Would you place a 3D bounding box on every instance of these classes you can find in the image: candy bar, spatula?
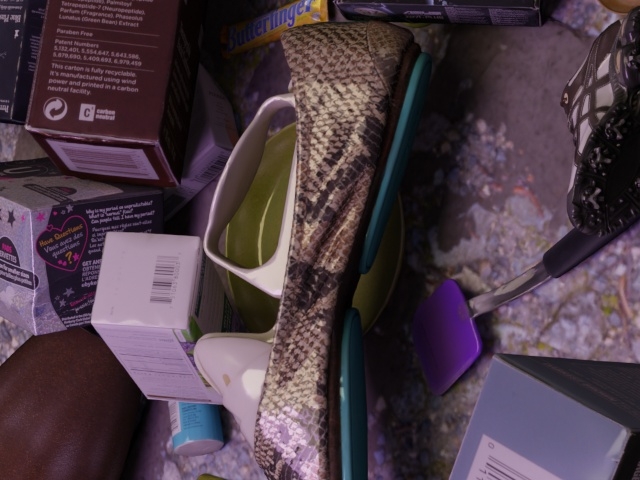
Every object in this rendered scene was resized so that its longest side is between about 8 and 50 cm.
[{"bbox_3d":[-0.047,-0.225,1.579,0.161,0.018,0.040,-12,76,42],"label":"candy bar"},{"bbox_3d":[0.177,0.034,1.318,0.296,0.030,0.084,-39,59,34],"label":"spatula"}]

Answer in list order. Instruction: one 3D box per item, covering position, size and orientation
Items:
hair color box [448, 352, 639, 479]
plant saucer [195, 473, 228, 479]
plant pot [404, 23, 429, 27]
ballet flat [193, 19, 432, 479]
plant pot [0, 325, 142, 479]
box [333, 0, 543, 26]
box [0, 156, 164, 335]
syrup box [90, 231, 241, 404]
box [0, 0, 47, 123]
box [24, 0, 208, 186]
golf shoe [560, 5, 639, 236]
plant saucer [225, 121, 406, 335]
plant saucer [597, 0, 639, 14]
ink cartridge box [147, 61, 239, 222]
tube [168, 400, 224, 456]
[{"bbox_3d":[0.237,0.188,1.000,0.113,0.374,0.185,28,104,43],"label":"hair color box"},{"bbox_3d":[-0.088,0.345,1.526,0.188,0.045,0.188,7,89,44],"label":"plant saucer"},{"bbox_3d":[0.071,-0.248,1.424,0.083,0.079,0.083,-6,82,44],"label":"plant pot"},{"bbox_3d":[-0.018,0.039,1.353,0.182,0.164,0.482,7,88,8],"label":"ballet flat"},{"bbox_3d":[-0.291,0.200,1.651,0.215,0.215,0.230,31,92,42],"label":"plant pot"},{"bbox_3d":[0.108,-0.269,1.332,0.180,0.077,0.147,4,87,10],"label":"box"},{"bbox_3d":[-0.299,-0.003,1.654,0.247,0.163,0.142,17,111,52],"label":"box"},{"bbox_3d":[-0.144,0.080,1.468,0.096,0.237,0.093,3,68,9],"label":"syrup box"},{"bbox_3d":[-0.372,-0.221,1.842,0.156,0.093,0.158,9,92,44],"label":"box"},{"bbox_3d":[-0.189,-0.261,1.547,0.143,0.191,0.381,6,80,3],"label":"box"},{"bbox_3d":[0.237,-0.093,1.242,0.094,0.077,0.198,-8,58,63],"label":"golf shoe"},{"bbox_3d":[0.000,0.000,1.491,0.241,0.037,0.241,-7,80,42],"label":"plant saucer"},{"bbox_3d":[0.266,-0.230,1.277,0.083,0.015,0.083,-7,79,44],"label":"plant saucer"},{"bbox_3d":[-0.158,-0.130,1.669,0.145,0.045,0.179,-39,47,35],"label":"ink cartridge box"},{"bbox_3d":[-0.142,0.123,1.609,0.080,0.052,0.207,-26,62,33],"label":"tube"}]
